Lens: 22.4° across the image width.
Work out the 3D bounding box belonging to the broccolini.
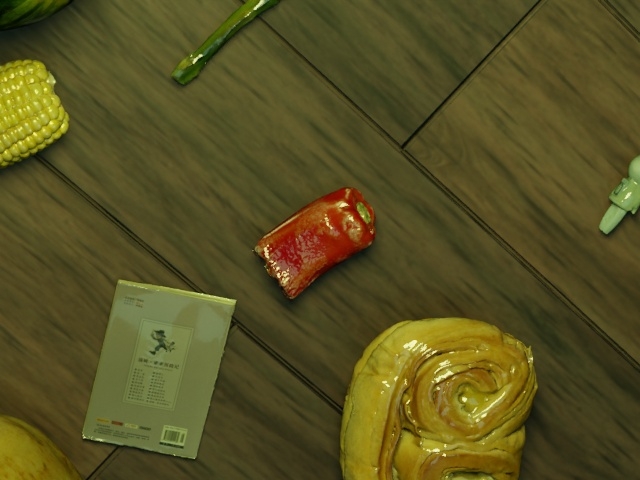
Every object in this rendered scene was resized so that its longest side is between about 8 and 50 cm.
[{"bbox_3d":[-0.044,-0.241,1.587,0.254,0.071,0.057,-39,149,12],"label":"broccolini"}]

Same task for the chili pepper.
[{"bbox_3d":[0.000,0.000,1.642,0.123,0.070,0.073,-33,65,7],"label":"chili pepper"}]

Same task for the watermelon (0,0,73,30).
[{"bbox_3d":[-0.297,-0.313,1.409,0.269,0.269,0.269,-2,107,-7],"label":"watermelon"}]

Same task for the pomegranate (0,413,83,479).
[{"bbox_3d":[-0.350,0.297,1.602,0.260,0.260,0.260,-2,107,-7],"label":"pomegranate"}]

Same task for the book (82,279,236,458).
[{"bbox_3d":[-0.170,0.135,1.687,0.127,0.014,0.182,12,105,-11],"label":"book"}]

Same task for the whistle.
[{"bbox_3d":[0.323,-0.051,1.686,0.035,0.035,0.100,30,102,-15],"label":"whistle"}]

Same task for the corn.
[{"bbox_3d":[-0.360,-0.092,1.544,0.244,0.093,0.093,-25,108,-6],"label":"corn"}]

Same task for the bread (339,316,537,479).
[{"bbox_3d":[0.120,0.188,1.686,0.198,0.120,0.236,7,105,-11],"label":"bread"}]
